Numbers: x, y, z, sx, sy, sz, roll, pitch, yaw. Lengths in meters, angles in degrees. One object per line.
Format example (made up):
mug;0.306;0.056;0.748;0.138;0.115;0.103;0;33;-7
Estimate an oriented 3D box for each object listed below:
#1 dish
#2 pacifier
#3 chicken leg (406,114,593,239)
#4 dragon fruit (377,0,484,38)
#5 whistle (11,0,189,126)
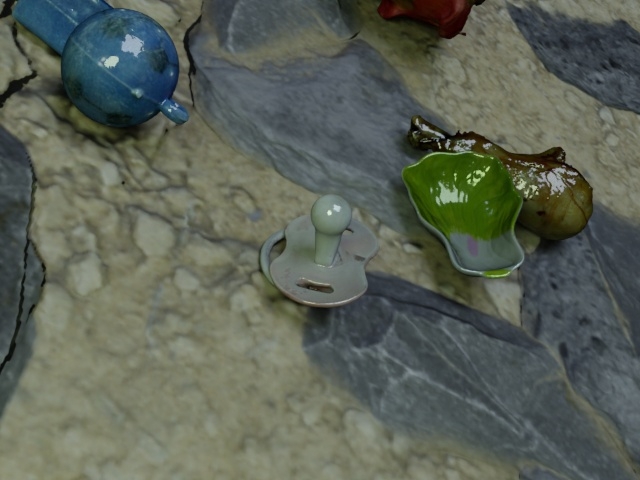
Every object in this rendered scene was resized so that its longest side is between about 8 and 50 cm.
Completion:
dish;0.118;-0.012;0.888;0.091;0.039;0.137;-6;50;-11
pacifier;0.000;0.000;0.773;0.081;0.078;0.099;14;43;5
chicken leg;0.156;-0.063;0.959;0.178;0.070;0.093;23;37;-2
dragon fruit;0.066;-0.293;1.069;0.211;0.134;0.262;23;26;0
whistle;-0.155;-0.133;0.777;0.158;0.090;0.090;38;40;0
